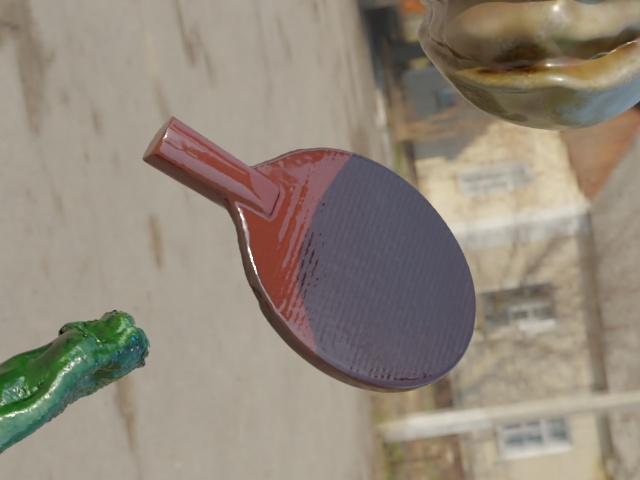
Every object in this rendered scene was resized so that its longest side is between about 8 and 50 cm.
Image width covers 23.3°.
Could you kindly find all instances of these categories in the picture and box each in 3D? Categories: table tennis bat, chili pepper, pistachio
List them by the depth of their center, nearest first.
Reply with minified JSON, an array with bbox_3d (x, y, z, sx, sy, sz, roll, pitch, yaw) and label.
[{"bbox_3d":[0.155,-0.162,1.059,0.293,0.182,0.162,-70,157,-67],"label":"pistachio"},{"bbox_3d":[-0.221,0.118,1.095,0.098,0.224,0.061,-6,-68,62],"label":"chili pepper"},{"bbox_3d":[0.000,0.000,1.232,0.038,0.310,0.200,-38,-154,49],"label":"table tennis bat"}]
